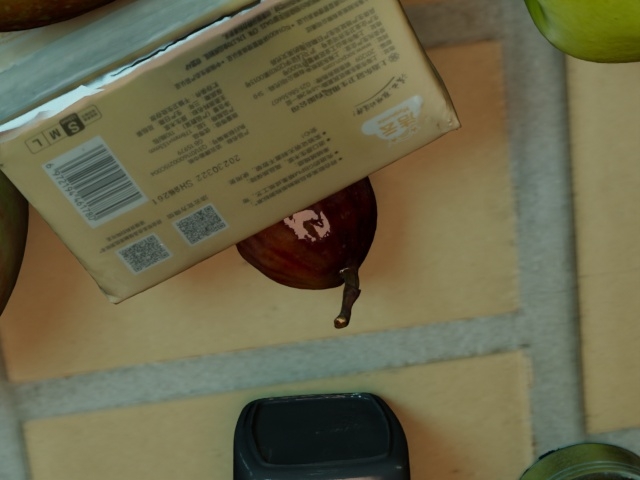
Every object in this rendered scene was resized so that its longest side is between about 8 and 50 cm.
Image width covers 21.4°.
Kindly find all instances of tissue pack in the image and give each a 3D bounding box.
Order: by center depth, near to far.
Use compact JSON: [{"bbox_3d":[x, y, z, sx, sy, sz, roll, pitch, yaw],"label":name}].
[{"bbox_3d":[-0.090,-0.141,1.276,0.305,0.238,0.238,-27,112,6],"label":"tissue pack"}]

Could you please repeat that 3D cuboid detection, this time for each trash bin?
[{"bbox_3d":[0.003,0.293,1.459,0.182,0.209,0.290,-3,106,-3],"label":"trash bin"}]

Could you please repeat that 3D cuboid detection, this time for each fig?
[{"bbox_3d":[-0.008,-0.015,1.360,0.128,0.150,0.128,-8,112,-19],"label":"fig"}]

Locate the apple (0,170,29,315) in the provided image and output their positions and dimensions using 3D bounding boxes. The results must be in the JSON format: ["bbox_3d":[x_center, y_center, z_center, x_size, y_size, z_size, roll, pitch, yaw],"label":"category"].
[{"bbox_3d":[-0.343,-0.003,1.281,0.256,0.257,0.234,-6,134,-3],"label":"apple"}]

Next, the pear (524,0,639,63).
[{"bbox_3d":[0.308,-0.290,1.167,0.418,0.362,0.362,-24,113,18],"label":"pear"}]

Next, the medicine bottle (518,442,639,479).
[{"bbox_3d":[0.258,0.313,1.426,0.151,0.322,0.151,-2,113,-5],"label":"medicine bottle"}]

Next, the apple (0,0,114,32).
[{"bbox_3d":[-0.226,-0.329,1.113,0.384,0.374,0.374,-20,113,-13],"label":"apple"}]
